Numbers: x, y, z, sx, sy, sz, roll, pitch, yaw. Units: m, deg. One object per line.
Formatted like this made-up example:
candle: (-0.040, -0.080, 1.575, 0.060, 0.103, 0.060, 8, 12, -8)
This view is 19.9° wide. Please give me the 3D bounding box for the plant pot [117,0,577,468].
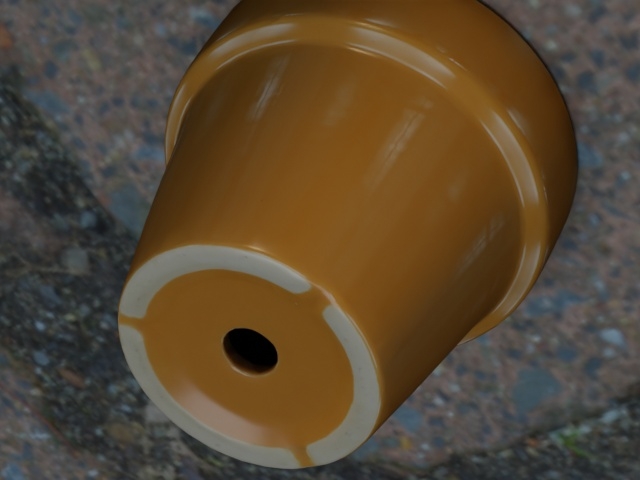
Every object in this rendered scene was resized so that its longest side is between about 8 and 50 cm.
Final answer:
plant pot: (0.000, 0.000, 0.870, 0.205, 0.188, 0.205, 13, 129, 16)
